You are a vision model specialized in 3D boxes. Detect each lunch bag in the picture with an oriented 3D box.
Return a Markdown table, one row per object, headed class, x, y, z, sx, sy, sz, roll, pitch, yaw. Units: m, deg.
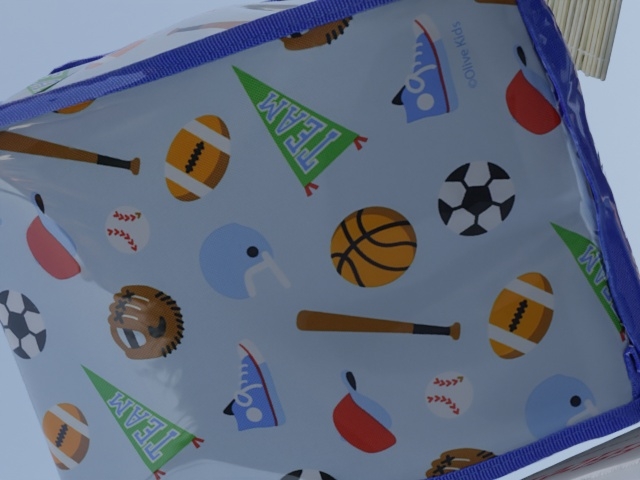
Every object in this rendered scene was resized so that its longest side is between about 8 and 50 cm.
| class | x | y | z | sx | sy | sz | roll | pitch | yaw |
| --- | --- | --- | --- | --- | --- | --- | --- | --- | --- |
| lunch bag | 0.000 | 0.000 | 0.986 | 0.327 | 0.386 | 0.239 | 69 | -156 | -13 |

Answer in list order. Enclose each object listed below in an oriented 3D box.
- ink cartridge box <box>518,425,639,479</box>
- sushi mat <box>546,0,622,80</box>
| class | x | y | z | sx | sy | sz | roll | pitch | yaw |
| --- | --- | --- | --- | --- | --- | --- | --- | --- | --- |
| ink cartridge box | 0.195 | 0.106 | 0.555 | 0.306 | 0.226 | 0.131 | -15 | -102 | -31 |
| sushi mat | 0.234 | -0.315 | 1.450 | 0.019 | 0.151 | 0.316 | -37 | -38 | -48 |
